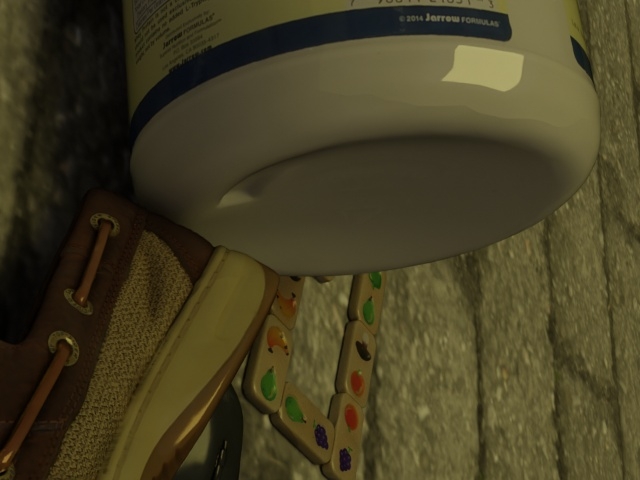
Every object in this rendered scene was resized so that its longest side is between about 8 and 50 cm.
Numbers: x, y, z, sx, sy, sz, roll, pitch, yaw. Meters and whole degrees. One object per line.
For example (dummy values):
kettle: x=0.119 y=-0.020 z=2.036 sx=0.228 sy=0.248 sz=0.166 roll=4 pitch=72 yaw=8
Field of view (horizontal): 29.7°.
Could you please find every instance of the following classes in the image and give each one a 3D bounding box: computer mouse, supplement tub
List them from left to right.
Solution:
computer mouse: x=-0.065 y=0.164 z=0.578 sx=0.071 sy=0.041 sz=0.242 roll=31 pitch=52 yaw=-52
supplement tub: x=0.008 y=-0.165 z=0.646 sx=0.235 sy=0.235 sz=0.324 roll=23 pitch=55 yaw=-54

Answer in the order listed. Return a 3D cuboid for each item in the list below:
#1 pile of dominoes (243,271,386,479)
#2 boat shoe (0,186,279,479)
pile of dominoes: x=0.000 y=0.000 z=0.764 sx=0.196 sy=0.040 sz=0.251 roll=49 pitch=38 yaw=-38
boat shoe: x=-0.131 y=0.090 z=0.451 sx=0.123 sy=0.123 sz=0.342 roll=37 pitch=42 yaw=-5
